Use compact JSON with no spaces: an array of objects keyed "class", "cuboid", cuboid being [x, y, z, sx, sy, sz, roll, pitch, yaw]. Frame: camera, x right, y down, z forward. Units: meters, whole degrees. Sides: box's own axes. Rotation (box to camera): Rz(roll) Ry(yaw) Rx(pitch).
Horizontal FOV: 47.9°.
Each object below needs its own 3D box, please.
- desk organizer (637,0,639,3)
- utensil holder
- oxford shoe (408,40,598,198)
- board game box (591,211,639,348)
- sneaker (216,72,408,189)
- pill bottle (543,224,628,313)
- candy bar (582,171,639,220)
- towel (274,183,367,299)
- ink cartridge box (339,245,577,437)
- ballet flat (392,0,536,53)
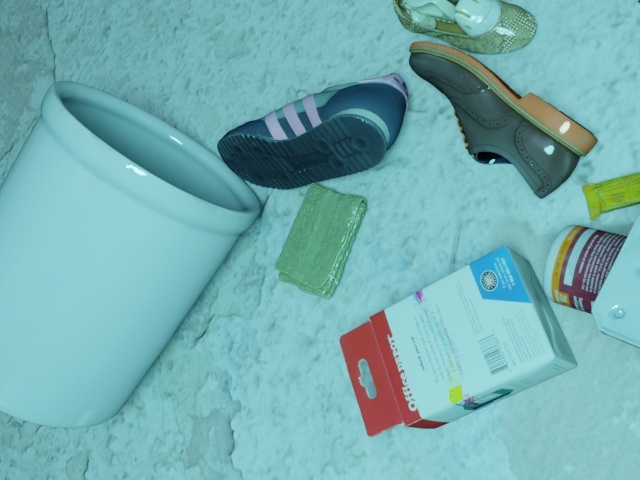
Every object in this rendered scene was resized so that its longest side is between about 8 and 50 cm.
[{"class":"desk organizer","cuboid":[0.396,-0.314,0.771,0.130,0.050,0.047,-54,53,11]},{"class":"utensil holder","cuboid":[-0.320,0.024,1.037,0.327,0.327,0.385,43,106,37]},{"class":"oxford shoe","cuboid":[0.187,-0.151,0.852,0.271,0.097,0.098,45,110,37]},{"class":"board game box","cuboid":[0.463,-0.029,0.515,0.390,0.050,0.390,24,82,40]},{"class":"sneaker","cuboid":[-0.010,-0.154,1.012,0.319,0.112,0.131,-1,45,42]},{"class":"pill bottle","cuboid":[0.306,0.041,0.707,0.152,0.086,0.086,18,87,39]},{"class":"candy bar","cuboid":[0.354,-0.059,0.745,0.161,0.018,0.040,-16,71,32]},{"class":"towel","cuboid":[0.000,0.000,0.986,0.110,0.027,0.148,20,89,40]},{"class":"ink cartridge box","cuboid":[0.145,0.122,0.807,0.231,0.078,0.134,-31,59,26]},{"class":"ballet flat","cuboid":[0.173,-0.286,0.919,0.206,0.067,0.073,22,90,39]}]
